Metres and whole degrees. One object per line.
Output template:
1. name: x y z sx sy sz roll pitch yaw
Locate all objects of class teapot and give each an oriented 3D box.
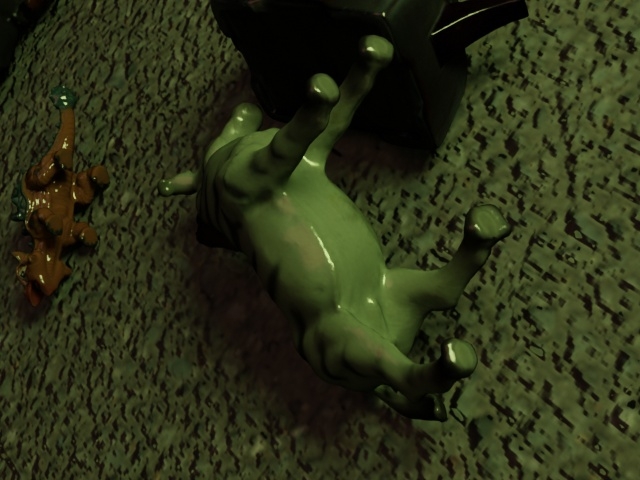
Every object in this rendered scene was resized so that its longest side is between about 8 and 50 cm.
1. teapot: 0.024 -0.118 0.528 0.177 0.087 0.096 15 57 40

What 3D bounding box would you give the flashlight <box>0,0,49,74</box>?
1. flashlight: -0.225 -0.228 0.772 0.093 0.093 0.232 34 86 42

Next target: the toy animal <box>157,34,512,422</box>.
1. toy animal: -0.005 0.000 0.483 0.217 0.073 0.176 62 144 20

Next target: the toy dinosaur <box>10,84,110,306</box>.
1. toy dinosaur: -0.173 -0.032 0.654 0.055 0.049 0.154 -12 66 36
